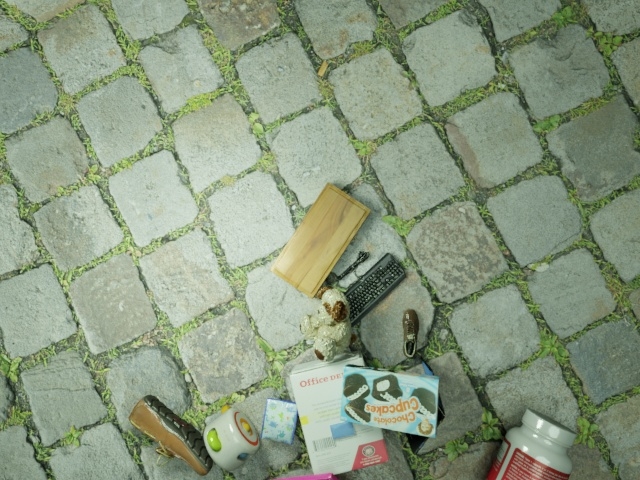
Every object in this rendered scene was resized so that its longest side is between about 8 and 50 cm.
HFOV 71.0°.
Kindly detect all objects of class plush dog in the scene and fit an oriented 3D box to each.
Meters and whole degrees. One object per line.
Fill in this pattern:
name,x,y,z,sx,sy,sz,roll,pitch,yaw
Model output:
plush dog,0.050,0.289,1.656,0.211,0.262,0.225,-2,109,-20

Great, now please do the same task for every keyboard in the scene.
keyboard,0.166,0.167,1.757,0.317,0.033,0.201,-44,86,-1

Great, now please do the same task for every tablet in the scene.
tablet,0.077,0.669,1.587,0.083,0.006,0.054,-13,87,0

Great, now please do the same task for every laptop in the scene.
laptop,0.355,0.588,1.626,0.136,0.234,0.264,39,90,5

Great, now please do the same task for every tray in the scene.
tray,0.000,0.000,1.751,0.203,0.076,0.411,33,88,4

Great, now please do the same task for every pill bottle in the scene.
pill bottle,0.741,0.829,1.599,0.229,0.229,0.407,25,89,4

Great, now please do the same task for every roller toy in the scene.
roller toy,-0.324,0.734,1.674,0.146,0.209,0.191,-37,99,0

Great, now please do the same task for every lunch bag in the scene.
lunch bag,-0.152,0.679,1.712,0.129,0.096,0.151,9,101,3

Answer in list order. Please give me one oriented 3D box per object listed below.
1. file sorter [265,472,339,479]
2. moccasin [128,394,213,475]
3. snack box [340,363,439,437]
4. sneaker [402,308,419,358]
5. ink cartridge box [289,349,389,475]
file sorter,-0.051,0.965,1.570,0.291,0.182,0.202,-20,122,23
moccasin,-0.573,0.761,1.708,0.380,0.139,0.147,36,90,4
snack box,0.233,0.537,1.519,0.322,0.060,0.187,3,86,18
sneaker,0.350,0.358,1.718,0.066,0.071,0.188,0,88,3
ink cartridge box,0.069,0.634,1.673,0.279,0.160,0.384,-14,87,2
